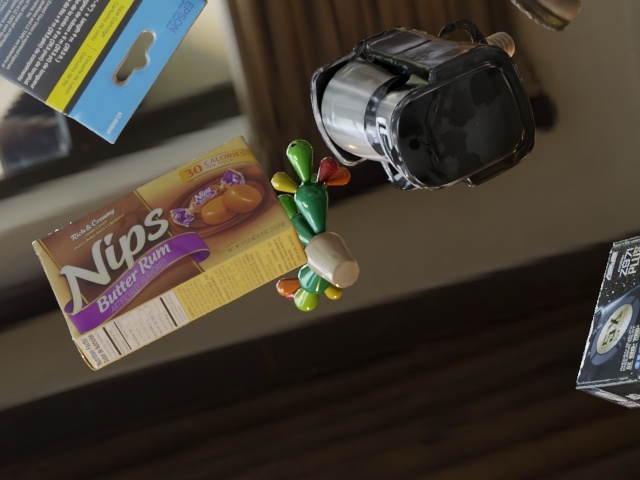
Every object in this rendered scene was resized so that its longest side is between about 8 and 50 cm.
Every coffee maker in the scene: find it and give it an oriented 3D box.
[{"bbox_3d":[0.097,-0.123,1.460,0.171,0.120,0.178,-49,-154,-7],"label":"coffee maker"}]

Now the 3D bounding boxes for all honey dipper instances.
[{"bbox_3d":[0.145,-0.179,1.814,0.030,0.030,0.161,6,-156,38],"label":"honey dipper"}]

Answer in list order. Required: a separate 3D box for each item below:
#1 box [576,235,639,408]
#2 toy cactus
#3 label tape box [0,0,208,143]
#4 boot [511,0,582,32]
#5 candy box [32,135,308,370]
[{"bbox_3d":[0.369,0.088,1.963,0.078,0.180,0.147,21,167,-16],"label":"box"},{"bbox_3d":[0.000,0.000,2.002,0.112,0.219,0.180,-3,-152,-25],"label":"toy cactus"},{"bbox_3d":[-0.346,-0.319,2.305,0.240,0.334,0.106,-54,-166,18],"label":"label tape box"},{"bbox_3d":[0.217,-0.360,1.678,0.223,0.338,0.118,-38,-137,12],"label":"boot"},{"bbox_3d":[-0.117,0.008,1.365,0.187,0.053,0.109,-26,-128,-4],"label":"candy box"}]
